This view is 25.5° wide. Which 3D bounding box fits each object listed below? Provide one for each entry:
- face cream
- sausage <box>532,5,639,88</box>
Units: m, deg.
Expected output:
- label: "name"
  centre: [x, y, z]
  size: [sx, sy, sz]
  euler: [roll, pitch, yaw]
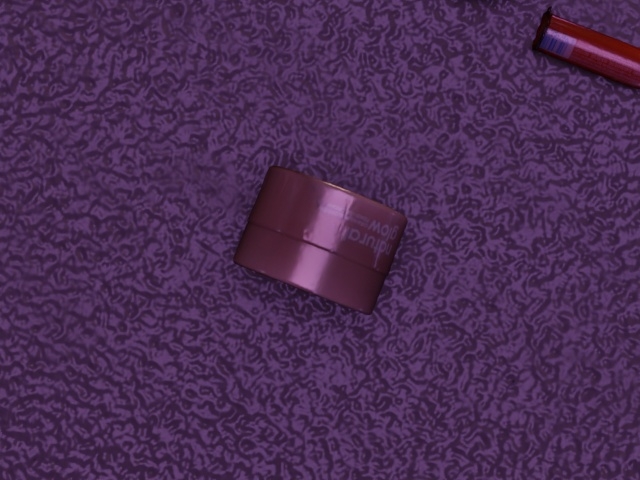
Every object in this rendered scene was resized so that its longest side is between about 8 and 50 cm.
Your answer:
- label: "face cream"
  centre: [0.000, 0.000, 1.391]
  size: [0.149, 0.149, 0.104]
  euler: [21, 88, 0]
- label: "sausage"
  centre: [0.292, -0.192, 1.452]
  size: [0.145, 0.048, 0.050]
  euler: [21, 51, -1]
